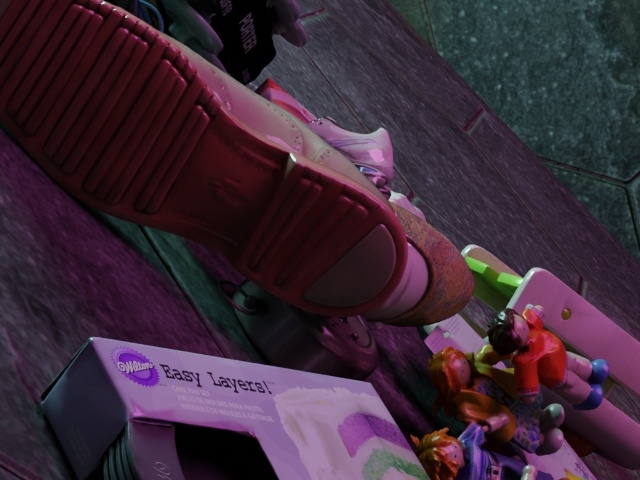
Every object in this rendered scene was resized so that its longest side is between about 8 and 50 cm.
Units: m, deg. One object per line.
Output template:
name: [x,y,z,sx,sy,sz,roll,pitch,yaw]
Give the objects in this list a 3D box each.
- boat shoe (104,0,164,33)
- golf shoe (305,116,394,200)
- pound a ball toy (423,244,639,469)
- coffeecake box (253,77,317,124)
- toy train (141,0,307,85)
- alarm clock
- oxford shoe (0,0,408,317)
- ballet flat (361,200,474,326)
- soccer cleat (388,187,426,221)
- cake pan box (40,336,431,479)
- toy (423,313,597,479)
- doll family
boat shoe: [-0.194,-0.198,1.676,0.109,0.089,0.258,47,14,0]
golf shoe: [-0.017,-0.077,1.732,0.069,0.176,0.086,89,11,-58]
pound a ball toy: [0.237,0.137,1.979,0.319,0.135,0.208,37,-8,-33]
coffeecake box: [-0.017,-0.067,1.865,0.142,0.068,0.185,40,15,-21]
toy train: [-0.120,-0.254,1.819,0.190,0.142,0.334,46,-7,11]
alarm clock: [-0.020,0.065,1.522,0.192,0.064,0.129,23,27,-50]
oxford shoe: [-0.110,-0.080,1.475,0.397,0.140,0.146,37,14,-11]
ballet flat: [0.000,0.000,1.642,0.348,0.123,0.123,33,18,-24]
soccer cleat: [0.086,-0.009,2.012,0.076,0.068,0.196,53,13,13]
cake pan box: [-0.020,0.177,1.121,0.267,0.070,0.246,15,31,-43]
toy: [0.174,0.182,1.749,0.237,0.056,0.137,47,18,2]
doll family: [0.152,0.180,1.600,0.163,0.118,0.263,31,49,-34]
